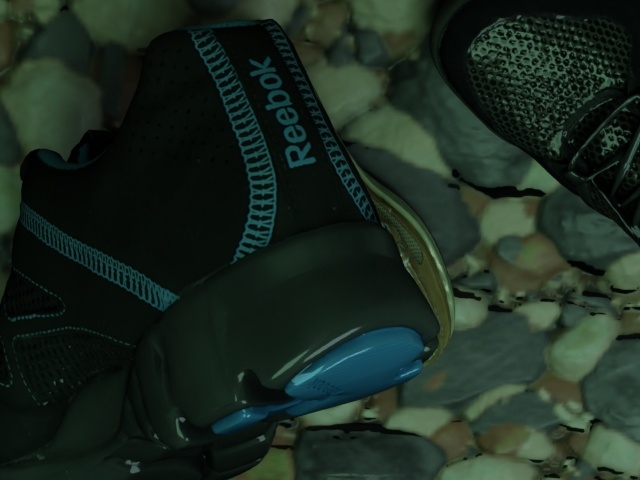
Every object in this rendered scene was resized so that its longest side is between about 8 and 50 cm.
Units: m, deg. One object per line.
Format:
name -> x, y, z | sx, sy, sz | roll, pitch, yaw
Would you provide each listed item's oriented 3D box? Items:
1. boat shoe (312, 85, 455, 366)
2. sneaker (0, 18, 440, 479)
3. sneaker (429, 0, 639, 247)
boat shoe -> 0.000, 0.000, 0.668 | 0.068, 0.072, 0.190 | -30, 121, 16
sneaker -> -0.076, 0.033, 0.637 | 0.125, 0.139, 0.341 | -10, 165, -37
sneaker -> 0.146, -0.024, 0.631 | 0.227, 0.130, 0.087 | 36, 113, -23
